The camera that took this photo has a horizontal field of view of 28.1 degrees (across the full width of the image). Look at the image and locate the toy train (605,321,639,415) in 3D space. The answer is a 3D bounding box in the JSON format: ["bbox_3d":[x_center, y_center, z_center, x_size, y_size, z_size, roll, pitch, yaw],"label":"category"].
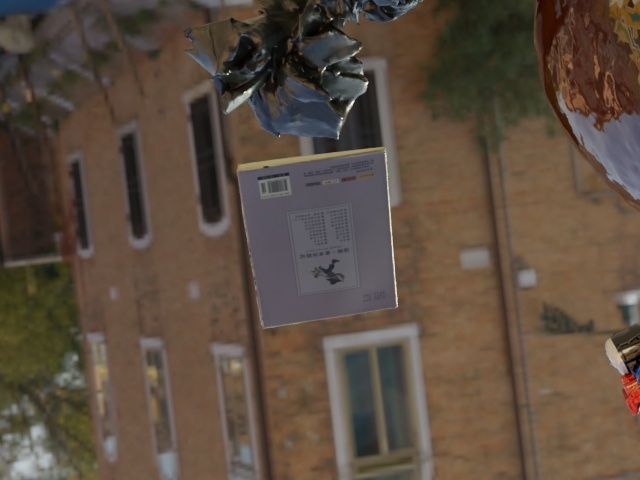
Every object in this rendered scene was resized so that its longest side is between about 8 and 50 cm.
[{"bbox_3d":[0.415,0.104,1.420,0.204,0.131,0.083,-29,178,10],"label":"toy train"}]

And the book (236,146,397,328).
[{"bbox_3d":[0.000,0.000,1.100,0.127,0.182,0.014,-8,-140,-1],"label":"book"}]

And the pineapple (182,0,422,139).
[{"bbox_3d":[0.024,-0.159,0.759,0.237,0.111,0.119,-41,-131,-7],"label":"pineapple"}]

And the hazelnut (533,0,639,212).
[{"bbox_3d":[0.185,-0.121,0.497,0.217,0.252,0.217,28,-178,-1],"label":"hazelnut"}]
